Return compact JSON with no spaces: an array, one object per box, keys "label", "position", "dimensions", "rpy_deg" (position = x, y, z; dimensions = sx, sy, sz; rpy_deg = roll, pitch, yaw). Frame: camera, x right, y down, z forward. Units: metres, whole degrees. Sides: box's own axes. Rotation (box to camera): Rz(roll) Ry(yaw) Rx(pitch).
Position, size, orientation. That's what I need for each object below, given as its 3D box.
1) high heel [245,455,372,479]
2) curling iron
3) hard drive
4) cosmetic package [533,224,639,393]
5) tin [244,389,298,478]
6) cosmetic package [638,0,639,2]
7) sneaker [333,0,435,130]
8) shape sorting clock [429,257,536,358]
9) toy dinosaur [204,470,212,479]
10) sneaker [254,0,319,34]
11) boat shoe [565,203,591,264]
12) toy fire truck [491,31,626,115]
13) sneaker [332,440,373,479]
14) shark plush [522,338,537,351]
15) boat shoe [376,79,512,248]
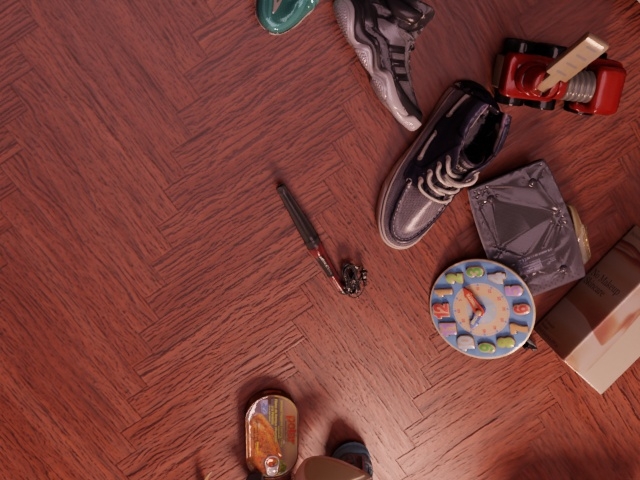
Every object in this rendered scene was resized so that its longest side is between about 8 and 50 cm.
[{"label":"high heel","position":[0.000,0.517,1.850],"dimensions":[0.261,0.093,0.186],"rpy_deg":[-10,129,19]},{"label":"curling iron","position":[0.000,0.000,1.738],"dimensions":[0.068,0.035,0.274],"rpy_deg":[-39,112,-1]},{"label":"hard drive","position":[0.391,-0.019,1.783],"dimensions":[0.172,0.054,0.254],"rpy_deg":[-22,108,6]},{"label":"cosmetic package","position":[0.586,0.134,1.834],"dimensions":[0.129,0.153,0.296],"rpy_deg":[41,96,-21]},{"label":"tin","position":[-0.097,0.384,1.851],"dimensions":[0.106,0.040,0.189],"rpy_deg":[-1,109,-6]},{"label":"cosmetic package","position":[0.765,-0.474,1.528],"dimensions":[0.394,0.327,0.329],"rpy_deg":[38,81,-20]},{"label":"sneaker","position":[0.144,-0.329,1.615],"dimensions":[0.153,0.101,0.268],"rpy_deg":[-31,109,3]},{"label":"shape sorting clock","position":[0.310,0.134,1.799],"dimensions":[0.206,0.040,0.206],"rpy_deg":[9,112,24]},{"label":"toy dinosaur","position":[-0.228,0.537,1.880],"dimensions":[0.093,0.053,0.183],"rpy_deg":[-29,120,-17]},{"label":"sneaker","position":[-0.005,-0.455,1.540],"dimensions":[0.107,0.110,0.275],"rpy_deg":[41,98,-20]},{"label":"boat shoe","position":[0.498,-0.013,1.826],"dimensions":[0.045,0.050,0.135],"rpy_deg":[-26,114,-27]},{"label":"toy fire truck","position":[0.439,-0.287,1.609],"dimensions":[0.217,0.246,0.158],"rpy_deg":[6,108,-12]},{"label":"sneaker","position":[0.056,0.548,1.888],"dimensions":[0.104,0.125,0.261],"rpy_deg":[-2,109,-10]},{"label":"shark plush","position":[0.396,0.166,1.863],"dimensions":[0.161,0.073,0.067],"rpy_deg":[44,65,-15]},{"label":"boat shoe","position":[0.215,-0.121,1.671],"dimensions":[0.127,0.158,0.340],"rpy_deg":[22,103,-17]}]
